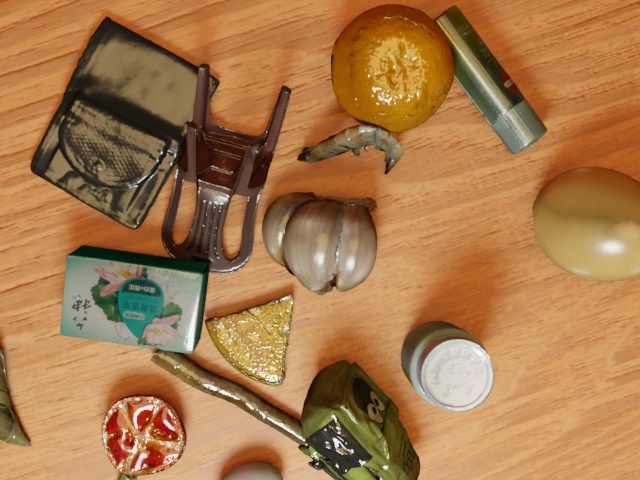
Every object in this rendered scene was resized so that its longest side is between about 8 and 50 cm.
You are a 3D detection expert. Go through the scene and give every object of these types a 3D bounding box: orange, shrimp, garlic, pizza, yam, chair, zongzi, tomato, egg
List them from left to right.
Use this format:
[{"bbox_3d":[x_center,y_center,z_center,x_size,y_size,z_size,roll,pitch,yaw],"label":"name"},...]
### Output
[{"bbox_3d":[-0.577,0.268,1.514,0.178,0.081,0.189,28,76,-23],"label":"zongzi"},{"bbox_3d":[-0.321,0.348,1.509,0.155,0.069,0.155,0,94,0],"label":"tomato"},{"bbox_3d":[-0.175,-0.116,1.483,0.175,0.183,0.326,17,135,-2],"label":"chair"},{"bbox_3d":[-0.163,0.286,1.525,0.327,0.045,0.045,31,113,-2],"label":"yam"},{"bbox_3d":[-0.130,0.460,1.499,0.135,0.103,0.103,-31,92,-2],"label":"egg"},{"bbox_3d":[-0.116,0.162,1.528,0.184,0.036,0.176,30,88,0],"label":"pizza"},{"bbox_3d":[0.000,0.000,1.466,0.214,0.160,0.191,11,86,-5],"label":"garlic"},{"bbox_3d":[0.062,-0.154,1.507,0.195,0.148,0.035,-16,61,39],"label":"shrimp"},{"bbox_3d":[0.125,-0.300,1.447,0.219,0.193,0.219,0,91,13],"label":"orange"},{"bbox_3d":[0.497,-0.025,1.447,0.201,0.244,0.201,-9,109,-29],"label":"egg"}]

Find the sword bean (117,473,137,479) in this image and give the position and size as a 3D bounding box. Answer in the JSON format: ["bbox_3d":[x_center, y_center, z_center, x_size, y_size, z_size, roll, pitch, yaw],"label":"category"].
[{"bbox_3d":[-0.409,0.547,1.528,0.043,0.038,0.269,28,90,-27],"label":"sword bean"}]

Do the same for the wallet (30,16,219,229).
[{"bbox_3d":[-0.366,-0.214,1.514,0.247,0.041,0.323,29,88,-3],"label":"wallet"}]

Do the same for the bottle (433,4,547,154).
[{"bbox_3d":[0.300,-0.291,1.506,0.082,0.082,0.286,-37,92,0],"label":"bottle"}]

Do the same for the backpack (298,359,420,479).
[{"bbox_3d":[0.069,0.350,1.457,0.140,0.207,0.253,-36,101,22],"label":"backpack"}]

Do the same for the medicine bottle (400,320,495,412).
[{"bbox_3d":[0.220,0.218,1.443,0.139,0.225,0.139,0,90,-1],"label":"medicine bottle"}]

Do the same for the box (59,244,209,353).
[{"bbox_3d":[-0.332,0.105,1.483,0.245,0.092,0.153,7,101,-2],"label":"box"}]
